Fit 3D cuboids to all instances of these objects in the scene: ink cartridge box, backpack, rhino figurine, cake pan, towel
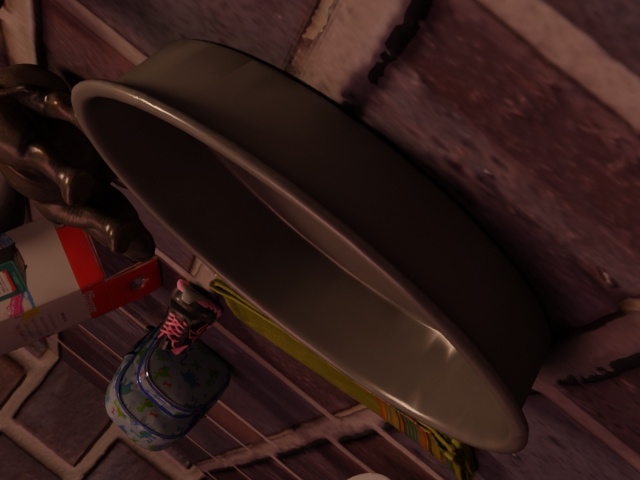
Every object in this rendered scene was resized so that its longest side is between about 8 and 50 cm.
[{"bbox_3d":[-0.262,0.042,1.447,0.134,0.231,0.078,108,139,-76],"label":"ink cartridge box"},{"bbox_3d":[-0.158,0.149,1.662,0.105,0.114,0.084,41,147,-5],"label":"backpack"},{"bbox_3d":[-0.165,-0.044,1.112,0.106,0.073,0.243,30,166,20],"label":"rhino figurine"},{"bbox_3d":[0.000,0.000,0.844,0.293,0.054,0.293,36,167,10],"label":"cake pan"},{"bbox_3d":[0.017,0.106,1.241,0.237,0.021,0.102,34,166,21],"label":"towel"}]

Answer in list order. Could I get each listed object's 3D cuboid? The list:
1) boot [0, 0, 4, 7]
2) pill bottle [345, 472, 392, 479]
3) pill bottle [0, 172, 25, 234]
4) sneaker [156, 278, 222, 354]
[{"bbox_3d":[-0.242,-0.184,0.846,0.152,0.073,0.197,42,165,2],"label":"boot"},{"bbox_3d":[0.085,0.304,1.522,0.118,0.117,0.208,25,161,47],"label":"pill bottle"},{"bbox_3d":[-0.336,-0.036,1.476,0.131,0.131,0.229,37,167,6],"label":"pill bottle"},{"bbox_3d":[-0.120,0.072,1.425,0.047,0.057,0.119,39,166,8],"label":"sneaker"}]
